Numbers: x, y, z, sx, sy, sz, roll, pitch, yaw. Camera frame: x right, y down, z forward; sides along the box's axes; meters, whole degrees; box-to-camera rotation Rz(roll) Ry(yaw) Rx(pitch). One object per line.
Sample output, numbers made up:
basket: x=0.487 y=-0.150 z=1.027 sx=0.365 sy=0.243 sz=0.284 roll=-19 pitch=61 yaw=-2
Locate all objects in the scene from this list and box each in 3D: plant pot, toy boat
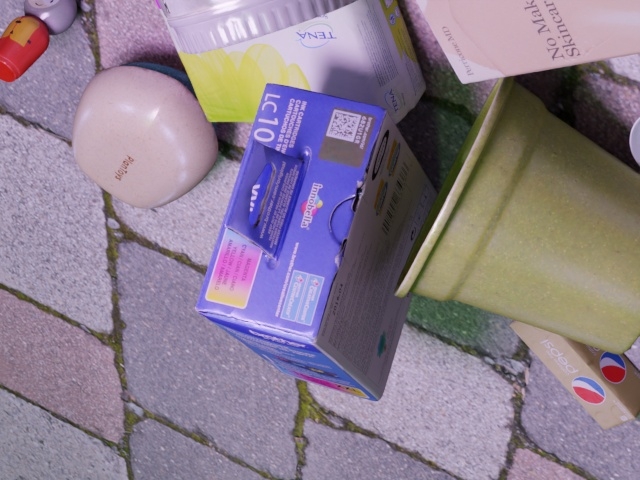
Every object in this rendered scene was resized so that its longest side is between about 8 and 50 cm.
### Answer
plant pot: x=0.252 y=-0.009 z=2.042 sx=0.254 sy=0.276 sz=0.276 roll=27 pitch=143 yaw=1
toy boat: x=-0.263 y=-0.190 z=2.403 sx=0.318 sy=0.148 sz=0.267 roll=38 pitch=149 yaw=-9

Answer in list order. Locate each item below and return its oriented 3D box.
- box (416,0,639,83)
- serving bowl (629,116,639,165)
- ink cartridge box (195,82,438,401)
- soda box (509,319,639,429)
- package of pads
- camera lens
box: x=0.254 y=-0.262 z=1.868 sx=0.311 sy=0.121 sz=0.148 roll=-8 pitch=123 yaw=45
serving bowl: x=0.370 y=-0.106 z=1.997 sx=0.083 sy=0.027 sz=0.083 roll=12 pitch=121 yaw=21
ink cartridge box: x=0.000 y=0.000 z=2.097 sx=0.151 sy=0.270 sz=0.395 roll=14 pitch=169 yaw=16
soda box: x=0.315 y=0.140 z=2.280 sx=0.181 sy=0.058 sz=0.061 roll=47 pitch=143 yaw=-10
package of pads: x=-0.041 y=-0.238 z=2.169 sx=0.296 sy=0.101 sz=0.229 roll=5 pitch=130 yaw=39
camera lens: x=-0.087 y=-0.349 z=1.909 sx=0.219 sy=0.219 sz=0.274 roll=-8 pitch=105 yaw=45
